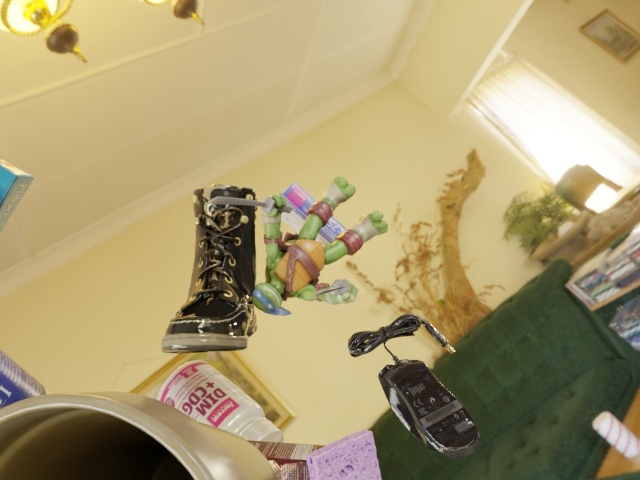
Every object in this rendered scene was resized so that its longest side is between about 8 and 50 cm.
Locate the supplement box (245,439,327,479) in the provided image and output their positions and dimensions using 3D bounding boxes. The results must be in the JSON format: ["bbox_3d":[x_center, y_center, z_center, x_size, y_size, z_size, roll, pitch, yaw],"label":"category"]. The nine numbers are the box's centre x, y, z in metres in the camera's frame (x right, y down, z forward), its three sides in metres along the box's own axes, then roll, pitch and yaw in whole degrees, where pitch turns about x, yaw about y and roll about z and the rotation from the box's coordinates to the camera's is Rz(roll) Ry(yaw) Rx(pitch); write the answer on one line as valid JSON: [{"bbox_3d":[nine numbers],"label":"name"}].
[{"bbox_3d":[-0.094,0.462,0.955,0.073,0.240,0.130,-20,-70,-78],"label":"supplement box"}]

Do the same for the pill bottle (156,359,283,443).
[{"bbox_3d":[-0.230,0.413,1.143,0.160,0.283,0.160,-34,-42,-38],"label":"pill bottle"}]

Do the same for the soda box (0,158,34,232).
[{"bbox_3d":[-0.538,-0.027,0.765,0.210,0.067,0.071,-60,12,-1],"label":"soda box"}]

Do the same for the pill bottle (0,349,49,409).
[{"bbox_3d":[-0.492,0.238,0.708,0.153,0.153,0.264,-41,-48,-21],"label":"pill bottle"}]

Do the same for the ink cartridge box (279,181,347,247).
[{"bbox_3d":[-0.020,-0.044,1.259,0.065,0.186,0.311,-47,-3,-6],"label":"ink cartridge box"}]

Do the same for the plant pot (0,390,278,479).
[{"bbox_3d":[-0.164,0.301,0.480,0.323,0.323,0.280,-46,-17,1],"label":"plant pot"}]

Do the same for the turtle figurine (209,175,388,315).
[{"bbox_3d":[0.000,0.000,0.824,0.266,0.198,0.274,-45,-33,-31],"label":"turtle figurine"}]

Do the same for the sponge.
[{"bbox_3d":[0.051,0.425,0.789,0.117,0.210,0.031,-9,-5,-33],"label":"sponge"}]

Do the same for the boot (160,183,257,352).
[{"bbox_3d":[-0.181,0.043,0.879,0.377,0.138,0.284,38,-129,-85],"label":"boot"}]

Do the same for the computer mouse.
[{"bbox_3d":[0.179,0.241,0.847,0.184,0.262,0.060,-19,-41,-34],"label":"computer mouse"}]
